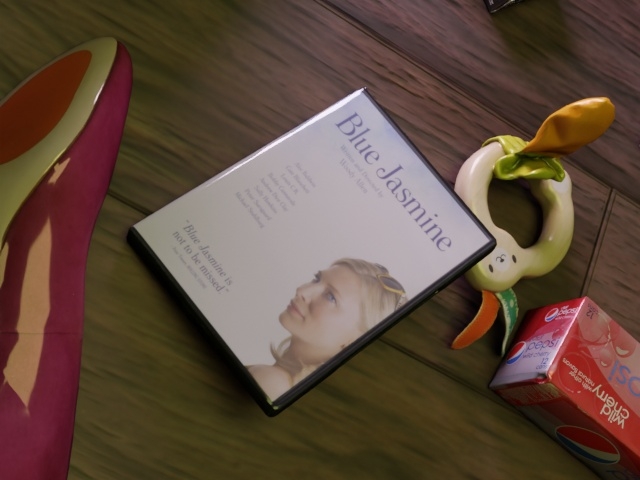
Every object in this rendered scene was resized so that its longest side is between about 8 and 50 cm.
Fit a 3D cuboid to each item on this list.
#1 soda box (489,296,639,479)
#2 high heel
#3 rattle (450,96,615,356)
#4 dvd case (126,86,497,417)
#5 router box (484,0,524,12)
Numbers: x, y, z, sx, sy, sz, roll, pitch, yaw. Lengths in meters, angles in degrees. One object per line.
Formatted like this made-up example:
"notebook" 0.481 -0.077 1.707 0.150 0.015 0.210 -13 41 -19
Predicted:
"soda box" 0.282 0.166 1.007 0.263 0.083 0.092 39 65 -15
"high heel" -0.196 0.037 0.805 0.181 0.127 0.377 51 53 -41
"rattle" 0.187 -0.004 0.969 0.130 0.143 0.199 43 56 -33
"dvd case" 0.000 0.000 0.907 0.253 0.022 0.180 -34 78 -29
"router box" 0.181 -0.287 1.080 0.092 0.038 0.122 -23 89 -30
